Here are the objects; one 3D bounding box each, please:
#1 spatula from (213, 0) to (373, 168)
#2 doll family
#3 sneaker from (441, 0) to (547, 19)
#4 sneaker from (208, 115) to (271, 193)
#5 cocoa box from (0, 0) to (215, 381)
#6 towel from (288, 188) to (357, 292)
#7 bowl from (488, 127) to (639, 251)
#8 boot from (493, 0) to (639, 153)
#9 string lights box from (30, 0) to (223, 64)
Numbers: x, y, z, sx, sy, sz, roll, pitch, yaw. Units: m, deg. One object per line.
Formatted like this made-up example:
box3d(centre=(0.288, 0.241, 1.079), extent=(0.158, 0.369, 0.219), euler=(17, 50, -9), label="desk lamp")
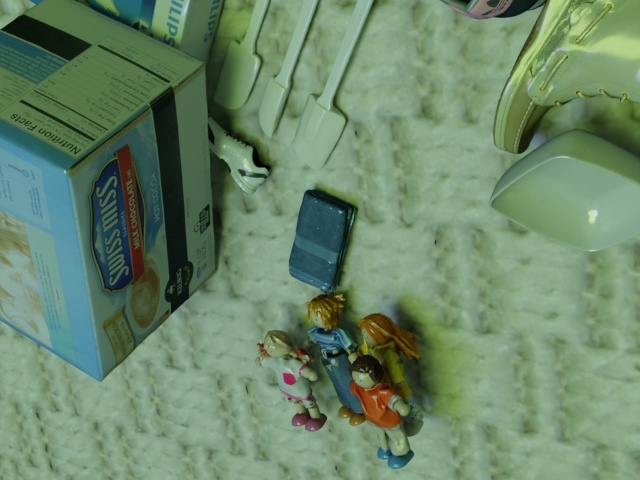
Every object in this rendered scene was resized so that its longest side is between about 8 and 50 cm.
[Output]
box3d(centre=(-0.024, -0.213, 1.181), extent=(0.168, 0.019, 0.242), euler=(38, 127, 19), label="spatula")
box3d(centre=(0.038, 0.148, 1.270), extent=(0.263, 0.118, 0.163), euler=(9, 125, 50), label="doll family")
box3d(centre=(0.072, -0.316, 0.990), extent=(0.319, 0.131, 0.112), euler=(37, 127, 18), label="sneaker")
box3d(centre=(-0.101, -0.109, 1.270), extent=(0.043, 0.040, 0.109), euler=(-39, 92, 23), label="sneaker")
box3d(centre=(-0.282, -0.057, 1.235), extent=(0.231, 0.228, 0.347), euler=(26, 140, 20), label="cocoa box")
box3d(centre=(0.000, 0.000, 1.257), extent=(0.067, 0.029, 0.120), euler=(26, 125, 20), label="towel")
box3d(centre=(0.250, -0.052, 1.016), extent=(0.142, 0.053, 0.142), euler=(24, 153, -16), label="bowl")
box3d(centre=(0.265, -0.142, 0.988), extent=(0.165, 0.077, 0.213), euler=(31, 125, 14), label="boot")
box3d(centre=(-0.238, -0.307, 1.233), extent=(0.259, 0.076, 0.133), euler=(30, 125, 18), label="string lights box")
